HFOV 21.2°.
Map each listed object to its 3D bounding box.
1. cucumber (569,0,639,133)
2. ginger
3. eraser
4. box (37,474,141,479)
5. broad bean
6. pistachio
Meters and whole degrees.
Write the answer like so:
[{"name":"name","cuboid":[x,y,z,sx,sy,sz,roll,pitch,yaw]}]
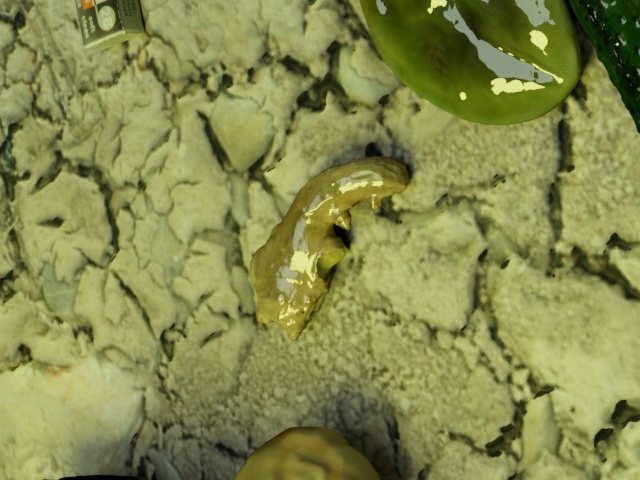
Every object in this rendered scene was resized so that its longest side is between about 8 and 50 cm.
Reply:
[{"name":"cucumber","cuboid":[0.222,-0.116,1.128,0.069,0.069,0.227,-41,64,31]},{"name":"ginger","cuboid":[-0.002,-0.003,1.312,0.069,0.051,0.173,45,119,23]},{"name":"eraser","cuboid":[-0.187,-0.227,1.454,0.052,0.029,0.122,-15,84,37]},{"name":"box","cuboid":[-0.154,0.406,1.343,0.264,0.116,0.415,-175,82,-70]},{"name":"broad bean","cuboid":[0.097,-0.171,1.214,0.206,0.072,0.153,60,139,16]},{"name":"pistachio","cuboid":[-0.006,0.247,1.282,0.144,0.144,0.215,6,102,37]}]
